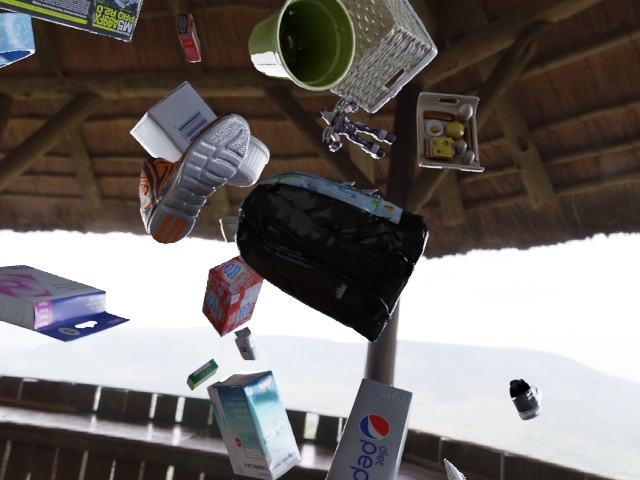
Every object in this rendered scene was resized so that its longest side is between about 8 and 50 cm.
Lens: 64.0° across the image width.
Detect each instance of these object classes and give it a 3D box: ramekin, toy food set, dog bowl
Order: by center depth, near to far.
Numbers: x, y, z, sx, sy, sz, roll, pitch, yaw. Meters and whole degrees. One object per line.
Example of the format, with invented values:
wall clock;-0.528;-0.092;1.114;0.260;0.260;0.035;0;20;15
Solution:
dog bowl;-0.766;-0.429;1.145;0.297;0.074;0.166;-7;18;27
toy food set;0.461;-0.386;1.815;0.219;0.306;0.092;4;-25;-1
ramekin;-0.332;-0.299;1.880;0.272;0.127;0.273;13;-15;4

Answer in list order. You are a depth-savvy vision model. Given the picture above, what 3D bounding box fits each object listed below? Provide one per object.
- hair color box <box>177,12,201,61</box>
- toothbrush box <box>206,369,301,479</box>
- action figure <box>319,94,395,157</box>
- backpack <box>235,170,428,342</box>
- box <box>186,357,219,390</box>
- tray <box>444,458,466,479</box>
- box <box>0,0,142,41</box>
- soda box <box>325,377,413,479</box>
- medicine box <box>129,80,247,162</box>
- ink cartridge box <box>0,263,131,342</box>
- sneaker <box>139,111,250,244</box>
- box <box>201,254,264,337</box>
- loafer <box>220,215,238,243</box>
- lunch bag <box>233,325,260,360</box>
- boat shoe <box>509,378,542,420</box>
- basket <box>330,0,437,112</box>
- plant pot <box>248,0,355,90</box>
hair color box;-0.399;-0.616;1.563;0.043;0.072;0.141;-6;-12;-3
toothbrush box;-0.210;0.568;1.592;0.126;0.296;0.216;-19;2;-44
action figure;0.110;-0.374;1.742;0.285;0.185;0.099;21;17;-30
backpack;0.000;0.000;1.058;0.355;0.290;0.273;17;25;-5
box;-0.414;0.472;1.790;0.105;0.043;0.179;-34;-12;-27
tray;0.315;0.578;1.023;0.030;0.145;0.270;-15;15;-1
box;-0.358;-0.421;0.723;0.060;0.216;0.270;34;22;18
soda box;0.065;0.344;0.753;0.091;0.098;0.286;11;31;15
medicine box;-0.394;-0.288;1.513;0.263;0.149;0.289;50;-22;-20
ink cartridge box;-0.654;0.135;1.204;0.329;0.072;0.324;16;0;2
sneaker;-0.294;-0.163;1.098;0.124;0.321;0.180;31;12;-50
box;-0.281;0.176;1.611;0.128;0.123;0.257;-28;-25;-34
loafer;-0.165;-0.026;1.528;0.268;0.092;0.102;4;7;0
lunch bag;-0.194;0.273;1.348;0.053;0.071;0.083;-23;15;-17
boat shoe;0.541;0.411;1.380;0.080;0.076;0.228;-32;-8;19
basket;0.154;-0.678;1.748;0.328;0.331;0.266;-39;-25;33
plant pot;-0.081;-0.592;1.548;0.276;0.276;0.253;17;1;-38
